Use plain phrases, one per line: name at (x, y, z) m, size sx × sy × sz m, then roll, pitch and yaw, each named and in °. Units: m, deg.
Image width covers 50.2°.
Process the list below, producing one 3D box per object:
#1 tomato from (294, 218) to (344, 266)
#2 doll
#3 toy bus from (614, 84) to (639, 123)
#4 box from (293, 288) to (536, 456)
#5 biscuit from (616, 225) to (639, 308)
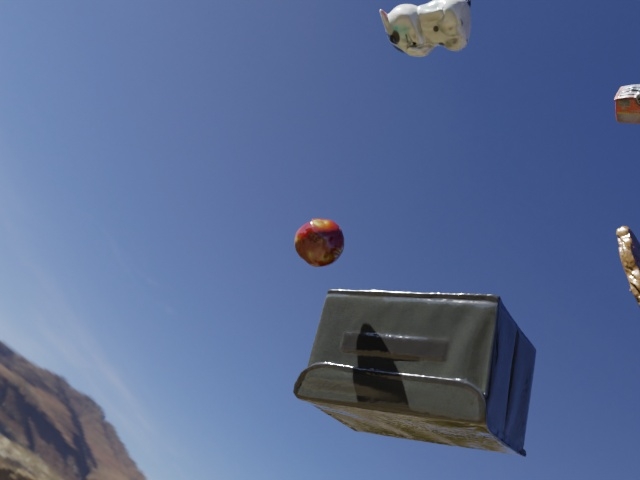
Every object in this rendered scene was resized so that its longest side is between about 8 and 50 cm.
tomato at (0.000, 0.000, 1.175) m, size 0.087 × 0.087 × 0.075 m, roll 27°, pitch -45°, yaw 21°
doll at (0.218, -0.436, 1.393) m, size 0.180 × 0.107 × 0.110 m, roll -7°, pitch -30°, yaw 19°
toy bus at (0.652, -0.252, 1.268) m, size 0.192 × 0.065 × 0.077 m, roll 12°, pitch -44°, yaw 35°
box at (0.175, 0.231, 1.199) m, size 0.345 × 0.204 × 0.251 m, roll 0°, pitch -27°, yaw 33°
biscuit at (0.625, 0.105, 1.296) m, size 0.041 × 0.290 × 0.208 m, roll -30°, pitch -30°, yaw 30°
